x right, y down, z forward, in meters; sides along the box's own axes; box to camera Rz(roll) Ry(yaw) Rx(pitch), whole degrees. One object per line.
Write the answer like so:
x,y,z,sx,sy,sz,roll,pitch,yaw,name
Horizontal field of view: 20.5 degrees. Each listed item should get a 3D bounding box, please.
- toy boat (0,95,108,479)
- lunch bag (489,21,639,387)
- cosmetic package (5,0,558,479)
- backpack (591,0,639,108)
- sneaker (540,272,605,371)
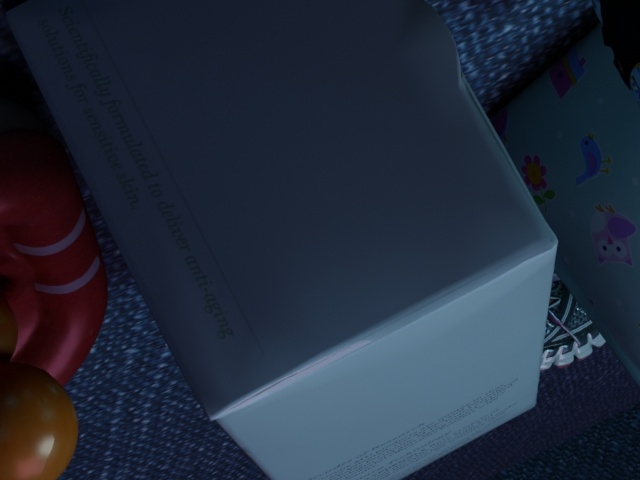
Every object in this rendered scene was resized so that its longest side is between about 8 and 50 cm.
-0.158,0.045,0.787,0.151,0.151,0.231,-26,164,-8,toy boat
0.256,-0.025,1.077,0.160,0.262,0.223,-14,157,-43,lunch bag
0.000,0.000,0.839,0.155,0.197,0.365,-28,163,-1,cosmetic package
0.196,-0.123,0.859,0.117,0.158,0.173,-21,167,-1,backpack
0.137,0.045,1.370,0.299,0.121,0.112,-25,144,-32,sneaker
